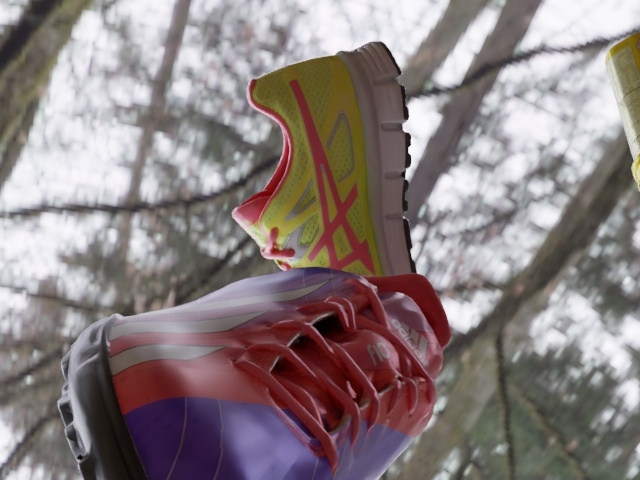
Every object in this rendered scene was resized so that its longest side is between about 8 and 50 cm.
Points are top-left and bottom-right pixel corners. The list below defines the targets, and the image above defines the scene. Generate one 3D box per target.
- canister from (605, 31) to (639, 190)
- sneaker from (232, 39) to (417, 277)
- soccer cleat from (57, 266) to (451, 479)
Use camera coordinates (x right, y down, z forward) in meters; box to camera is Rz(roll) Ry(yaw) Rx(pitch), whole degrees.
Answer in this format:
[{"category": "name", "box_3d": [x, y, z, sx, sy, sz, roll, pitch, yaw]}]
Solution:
[{"category": "canister", "box_3d": [0.341, -0.108, 1.650, 0.126, 0.073, 0.170, 37, -147, -41]}, {"category": "sneaker", "box_3d": [0.000, 0.000, 0.913, 0.094, 0.081, 0.208, -5, -85, -9]}, {"category": "soccer cleat", "box_3d": [-0.011, 0.057, 0.626, 0.116, 0.318, 0.108, -23, -89, 6]}]
